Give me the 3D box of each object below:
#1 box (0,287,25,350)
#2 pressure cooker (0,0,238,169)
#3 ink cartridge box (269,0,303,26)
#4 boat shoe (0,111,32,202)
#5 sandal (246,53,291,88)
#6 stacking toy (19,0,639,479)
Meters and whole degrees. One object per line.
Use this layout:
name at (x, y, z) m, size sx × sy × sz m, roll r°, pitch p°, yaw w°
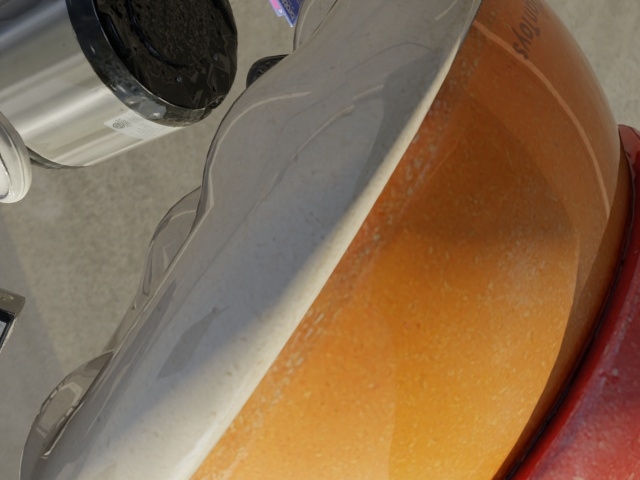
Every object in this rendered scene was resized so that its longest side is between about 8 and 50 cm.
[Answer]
box at (-0.568, 0.066, 1.432) m, size 0.308 × 0.242 × 0.076 m, roll 23°, pitch 88°, yaw -12°
pressure cooker at (-0.399, -0.314, 1.747) m, size 0.421 × 0.375 × 0.369 m, roll -17°, pitch 119°, yaw 35°
ink cartridge box at (-0.041, -0.451, 1.464) m, size 0.065 × 0.311 × 0.185 m, roll -9°, pitch 128°, yaw 34°
boat shoe at (-0.298, -0.096, 0.860) m, size 0.066 × 0.063 × 0.184 m, roll 1°, pitch 131°, yaw 15°
sandal at (0.011, -0.156, 0.976) m, size 0.179 × 0.040 × 0.067 m, roll -7°, pitch 111°, yaw -24°
stacking toy at (0.136, 0.101, 0.512) m, size 0.480 × 0.350 × 0.350 m, roll 33°, pitch 125°, yaw -7°
